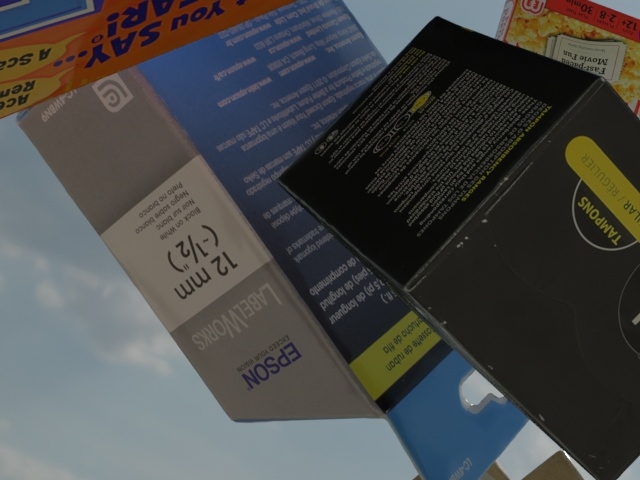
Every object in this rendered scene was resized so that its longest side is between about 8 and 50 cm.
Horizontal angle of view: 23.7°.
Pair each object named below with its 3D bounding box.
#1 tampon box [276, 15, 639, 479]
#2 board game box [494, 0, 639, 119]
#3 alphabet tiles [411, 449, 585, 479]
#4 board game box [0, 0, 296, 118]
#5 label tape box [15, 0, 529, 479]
[{"bbox_3d":[0.077,-0.004,0.600,0.120,0.101,0.161,43,0,-24],"label":"tampon box"},{"bbox_3d":[0.209,-0.113,1.335,0.146,0.193,0.045,18,-2,-9],"label":"board game box"},{"bbox_3d":[0.168,0.345,1.278,0.285,0.342,0.011,-45,-20,29],"label":"alphabet tiles"},{"bbox_3d":[-0.125,-0.326,0.712,0.356,0.356,0.356,-22,-22,-2],"label":"board game box"},{"bbox_3d":[0.000,0.000,1.008,0.115,0.249,0.348,-33,-89,36],"label":"label tape box"}]
